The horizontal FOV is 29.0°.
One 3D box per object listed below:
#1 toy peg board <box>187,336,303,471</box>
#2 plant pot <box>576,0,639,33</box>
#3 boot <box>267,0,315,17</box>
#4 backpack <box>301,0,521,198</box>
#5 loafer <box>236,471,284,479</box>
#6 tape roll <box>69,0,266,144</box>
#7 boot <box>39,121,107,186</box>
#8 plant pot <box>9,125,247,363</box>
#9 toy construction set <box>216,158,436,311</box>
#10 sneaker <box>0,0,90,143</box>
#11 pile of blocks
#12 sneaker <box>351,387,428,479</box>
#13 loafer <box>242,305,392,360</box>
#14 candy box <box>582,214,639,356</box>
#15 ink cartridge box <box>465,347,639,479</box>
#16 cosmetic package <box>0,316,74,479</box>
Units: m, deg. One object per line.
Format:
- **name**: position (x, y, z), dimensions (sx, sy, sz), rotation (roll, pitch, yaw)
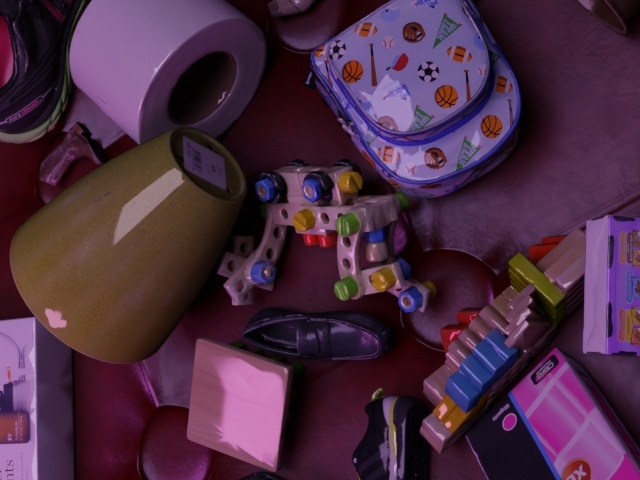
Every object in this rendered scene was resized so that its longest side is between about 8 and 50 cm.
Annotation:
- **toy peg board**: position (-0.102, 0.231, 1.811), dimensions (0.161, 0.079, 0.160), rotation (15, 107, 29)
- **plant pot**: position (0.386, -0.379, 1.572), dimensions (0.165, 0.167, 0.167), rotation (-46, 66, 7)
- **boot**: position (-0.048, -0.392, 1.866), dimensions (0.087, 0.042, 0.118), rotation (-27, 74, 16)
- **backpack**: position (0.142, -0.198, 1.643), dimensions (0.276, 0.213, 0.263), rotation (-33, 83, 7)
- **loafer**: position (-0.019, 0.405, 1.730), dimensions (0.267, 0.084, 0.096), rotation (20, 93, 28)
- **tape roll**: position (-0.223, -0.267, 1.824), dimensions (0.169, 0.246, 0.246), rotation (43, 104, 25)
- **boot**: position (-0.408, -0.122, 2.022), dimensions (0.114, 0.037, 0.106), rotation (-46, 53, 12)
- **plant pot**: position (-0.246, -0.018, 1.760), dimensions (0.293, 0.275, 0.275), rotation (-43, 67, 30)
- **toy construction set**: position (0.000, 0.000, 1.744), dimensions (0.328, 0.151, 0.215), rotation (-3, 108, 35)
- **sneaker**: position (-0.490, -0.404, 2.003), dimensions (0.185, 0.202, 0.482), rotation (1, 85, 27)
- **pile of blocks**: position (0.224, 0.110, 1.600), dimensions (0.112, 0.149, 0.362), rotation (45, 105, 24)
- **sneaker**: position (0.090, 0.322, 1.693), dimensions (0.097, 0.084, 0.234), rotation (-2, 74, 37)
- **loafer**: position (-0.007, 0.139, 1.750), dimensions (0.223, 0.078, 0.076), rotation (5, 111, 29)
- **candy box**: position (0.421, 0.060, 1.487), dimensions (0.196, 0.070, 0.165), rotation (4, 84, -12)
- **ink cartridge box**: position (0.310, 0.306, 1.478), dimensions (0.176, 0.069, 0.371), rotation (-47, 35, 15)
- **cosmetic package**: position (-0.539, 0.321, 2.011), dimensions (0.284, 0.097, 0.377), rotation (-8, 81, 30)
